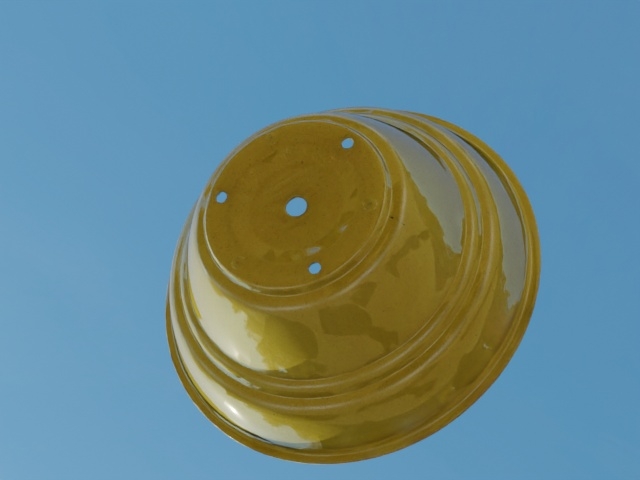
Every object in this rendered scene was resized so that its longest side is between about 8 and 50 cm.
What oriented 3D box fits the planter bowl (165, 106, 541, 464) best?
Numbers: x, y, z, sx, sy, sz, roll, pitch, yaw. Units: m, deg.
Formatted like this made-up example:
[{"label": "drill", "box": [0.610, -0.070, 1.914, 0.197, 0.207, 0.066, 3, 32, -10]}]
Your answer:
[{"label": "planter bowl", "box": [0.000, 0.000, 0.732, 0.217, 0.090, 0.217, -10, -121, 17]}]
